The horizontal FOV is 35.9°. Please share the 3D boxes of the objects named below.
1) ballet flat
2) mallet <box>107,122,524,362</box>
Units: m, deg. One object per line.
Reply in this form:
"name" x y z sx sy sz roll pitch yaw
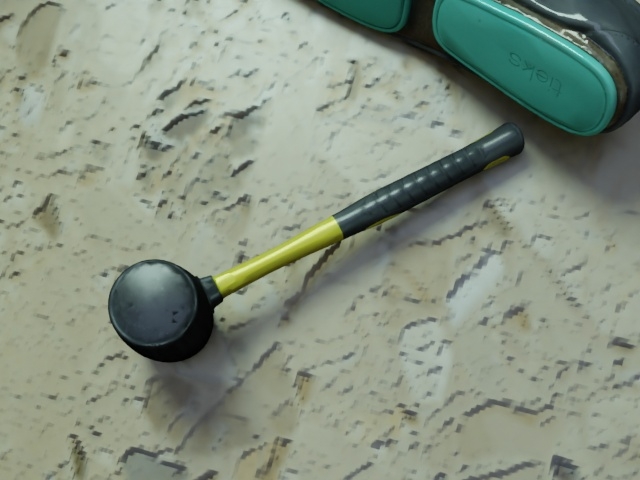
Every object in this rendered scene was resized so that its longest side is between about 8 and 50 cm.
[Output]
"ballet flat" 0.056 -0.116 0.424 0.203 0.074 0.074 34 85 17
"mallet" 0.000 0.000 0.426 0.189 0.062 0.039 -25 79 -13
